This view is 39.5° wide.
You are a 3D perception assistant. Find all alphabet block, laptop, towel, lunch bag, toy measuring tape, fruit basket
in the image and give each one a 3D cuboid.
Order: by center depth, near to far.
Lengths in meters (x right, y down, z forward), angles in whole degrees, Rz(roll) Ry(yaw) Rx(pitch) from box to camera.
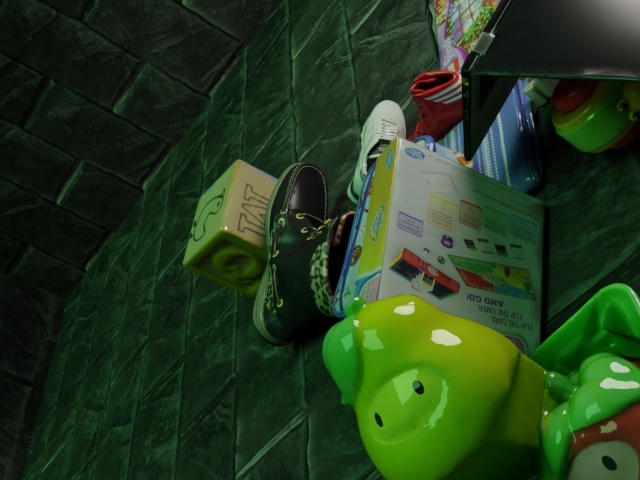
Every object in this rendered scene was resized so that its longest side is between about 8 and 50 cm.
[{"bbox_3d":[0.171,0.205,0.825,0.392,0.392,0.283,-51,26,26],"label":"fruit basket"},{"bbox_3d":[0.365,-0.291,1.106,0.382,0.236,0.408,-58,-18,-12],"label":"laptop"},{"bbox_3d":[0.340,-0.175,1.204,0.121,0.121,0.330,-64,15,-2],"label":"toy measuring tape"},{"bbox_3d":[0.121,0.001,1.398,0.243,0.115,0.303,-19,51,61],"label":"lunch bag"},{"bbox_3d":[0.225,-0.085,1.439,0.336,0.040,0.243,-44,32,40],"label":"towel"},{"bbox_3d":[-0.163,-0.022,1.962,0.192,0.193,0.197,-40,32,45],"label":"alphabet block"}]

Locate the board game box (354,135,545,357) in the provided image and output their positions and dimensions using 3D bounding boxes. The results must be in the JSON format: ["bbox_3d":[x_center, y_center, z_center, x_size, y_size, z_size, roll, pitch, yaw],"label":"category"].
[{"bbox_3d":[0.169,0.047,1.141,0.064,0.242,0.316,-45,27,52],"label":"board game box"}]

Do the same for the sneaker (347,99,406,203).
[{"bbox_3d":[0.116,-0.173,1.634,0.095,0.090,0.235,107,177,-59],"label":"sneaker"}]

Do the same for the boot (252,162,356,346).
[{"bbox_3d":[0.000,0.000,1.670,0.284,0.138,0.377,-24,48,57],"label":"boot"}]

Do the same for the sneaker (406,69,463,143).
[{"bbox_3d":[0.183,-0.223,1.540,0.221,0.128,0.087,-40,32,42],"label":"sneaker"}]

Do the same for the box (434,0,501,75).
[{"bbox_3d":[0.294,-0.408,1.595,0.201,0.057,0.293,-45,29,37],"label":"box"}]
